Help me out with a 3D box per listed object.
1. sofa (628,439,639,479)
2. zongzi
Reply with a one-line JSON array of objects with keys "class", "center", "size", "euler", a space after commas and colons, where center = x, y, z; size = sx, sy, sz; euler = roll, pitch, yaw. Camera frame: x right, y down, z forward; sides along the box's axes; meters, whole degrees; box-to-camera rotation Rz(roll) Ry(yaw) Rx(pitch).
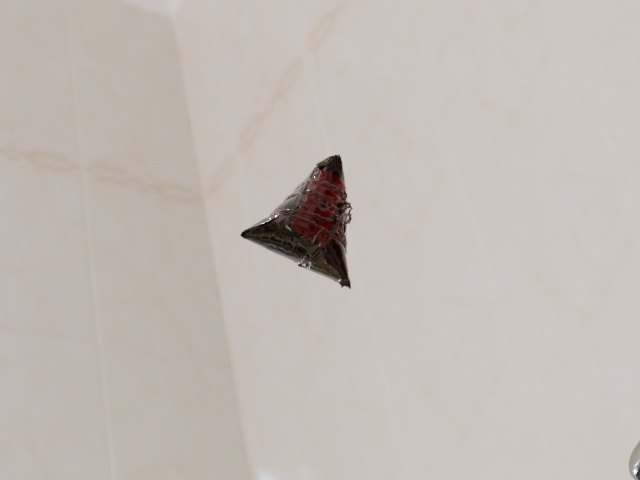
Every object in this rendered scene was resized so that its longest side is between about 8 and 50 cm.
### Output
[{"class": "sofa", "center": [0.351, 0.170, 0.949], "size": [0.258, 0.182, 0.200], "euler": [28, -52, 3]}, {"class": "zongzi", "center": [0.000, 0.000, 0.923], "size": [0.083, 0.073, 0.067], "euler": [-41, -13, -39]}]
